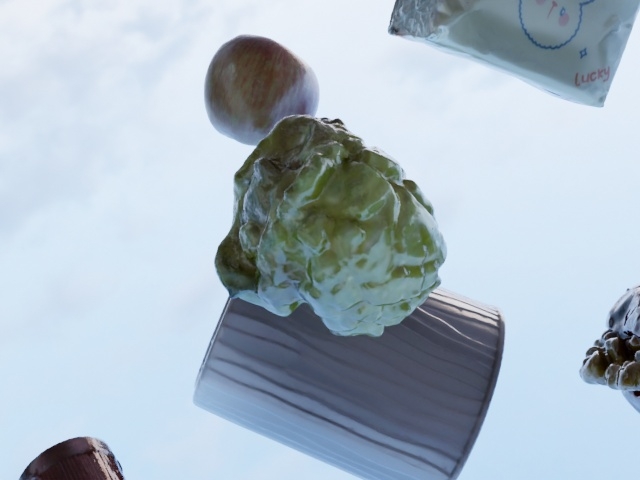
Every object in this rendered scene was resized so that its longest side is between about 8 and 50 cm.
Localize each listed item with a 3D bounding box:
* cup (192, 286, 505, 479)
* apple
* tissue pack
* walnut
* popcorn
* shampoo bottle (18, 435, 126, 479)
[{"bbox_3d":[0.039,0.096,0.962,0.208,0.273,0.288,115,-3,-59],"label":"cup"},{"bbox_3d":[-0.074,-0.179,1.151,0.146,0.146,0.131,23,-89,52],"label":"apple"},{"bbox_3d":[0.170,-0.210,0.780,0.092,0.196,0.148,34,-72,62],"label":"tissue pack"},{"bbox_3d":[0.484,0.160,1.283,0.243,0.222,0.269,0,179,3],"label":"walnut"},{"bbox_3d":[0.006,-0.010,0.664,0.173,0.173,0.142,16,-96,49],"label":"popcorn"},{"bbox_3d":[-0.098,0.255,0.564,0.314,0.076,0.118,49,-53,36],"label":"shampoo bottle"}]
